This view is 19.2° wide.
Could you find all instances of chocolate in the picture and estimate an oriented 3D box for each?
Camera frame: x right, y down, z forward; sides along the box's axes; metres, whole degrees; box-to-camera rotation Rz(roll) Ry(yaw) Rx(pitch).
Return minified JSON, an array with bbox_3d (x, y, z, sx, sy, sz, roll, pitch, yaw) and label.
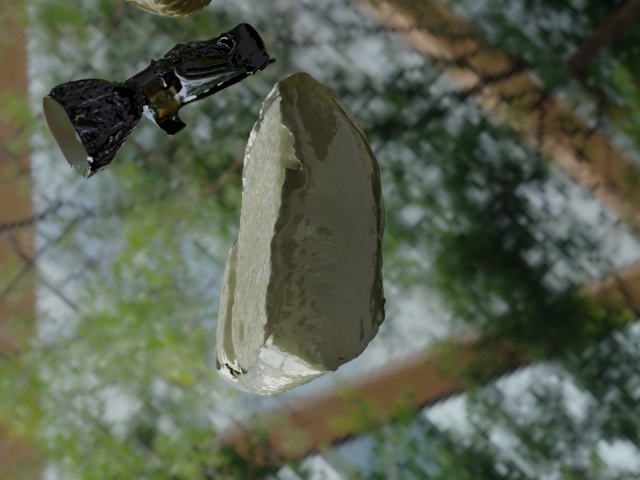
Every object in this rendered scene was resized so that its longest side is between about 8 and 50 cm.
[{"bbox_3d":[-0.104,-0.094,1.238,0.072,0.147,0.070,46,151,50],"label":"chocolate"}]

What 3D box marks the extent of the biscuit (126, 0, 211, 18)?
[{"bbox_3d":[-0.073,-0.250,1.006,0.079,0.259,0.259,14,-169,11],"label":"biscuit"}]

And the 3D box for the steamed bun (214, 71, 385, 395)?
[{"bbox_3d":[-0.008,0.022,1.333,0.110,0.212,0.231,10,-117,-11],"label":"steamed bun"}]
